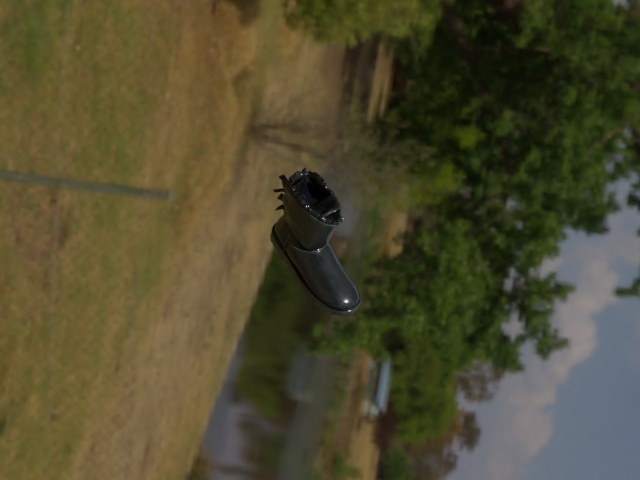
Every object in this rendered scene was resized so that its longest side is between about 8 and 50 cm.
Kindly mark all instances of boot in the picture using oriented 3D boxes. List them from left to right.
[{"bbox_3d":[0.001,0.000,1.068,0.045,0.121,0.099,-30,160,-29],"label":"boot"}]
